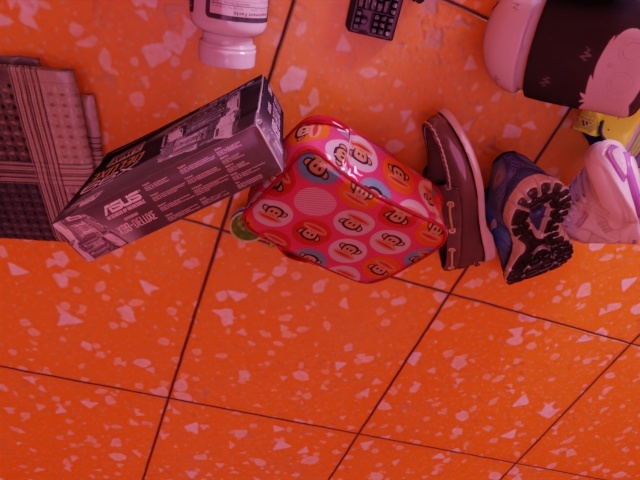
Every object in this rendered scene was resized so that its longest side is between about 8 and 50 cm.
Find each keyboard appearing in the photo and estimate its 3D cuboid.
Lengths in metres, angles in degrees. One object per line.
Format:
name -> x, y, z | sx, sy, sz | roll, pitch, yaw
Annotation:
keyboard -> 0.108, -0.386, 0.685 | 0.108, 0.023, 0.180 | 8, 122, -9

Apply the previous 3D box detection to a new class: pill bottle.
pill bottle -> -0.123, -0.336, 0.649 | 0.108, 0.108, 0.180 | 6, 122, -8

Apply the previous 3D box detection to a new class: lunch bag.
lunch bag -> 0.029, -0.038, 0.775 | 0.293, 0.120, 0.258 | 28, 136, -24

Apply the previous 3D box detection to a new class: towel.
towel -> -0.519, -0.141, 0.785 | 0.313, 0.056, 0.324 | 3, 124, -3

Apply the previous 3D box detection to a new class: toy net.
toy net -> -0.061, -0.078, 0.852 | 0.122, 0.045, 0.232 | 32, 115, -21

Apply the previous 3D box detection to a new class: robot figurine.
robot figurine -> 0.368, -0.271, 0.647 | 0.278, 0.174, 0.209 | 22, 130, 25

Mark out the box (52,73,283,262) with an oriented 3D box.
box -> -0.205, -0.116, 0.703 | 0.308, 0.242, 0.076 | -23, 121, 11

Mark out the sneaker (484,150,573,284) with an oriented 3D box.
sneaker -> 0.368, -0.038, 0.866 | 0.130, 0.147, 0.330 | -21, 141, 6

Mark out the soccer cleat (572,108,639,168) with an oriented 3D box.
soccer cleat -> 0.473, -0.228, 0.770 | 0.121, 0.093, 0.289 | -18, 122, 12

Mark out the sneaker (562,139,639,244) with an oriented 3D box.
sneaker -> 0.465, -0.059, 0.816 | 0.152, 0.114, 0.305 | -7, 153, 33

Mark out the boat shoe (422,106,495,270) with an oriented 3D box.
boat shoe -> 0.227, -0.073, 0.839 | 0.097, 0.116, 0.324 | -22, 127, 6
